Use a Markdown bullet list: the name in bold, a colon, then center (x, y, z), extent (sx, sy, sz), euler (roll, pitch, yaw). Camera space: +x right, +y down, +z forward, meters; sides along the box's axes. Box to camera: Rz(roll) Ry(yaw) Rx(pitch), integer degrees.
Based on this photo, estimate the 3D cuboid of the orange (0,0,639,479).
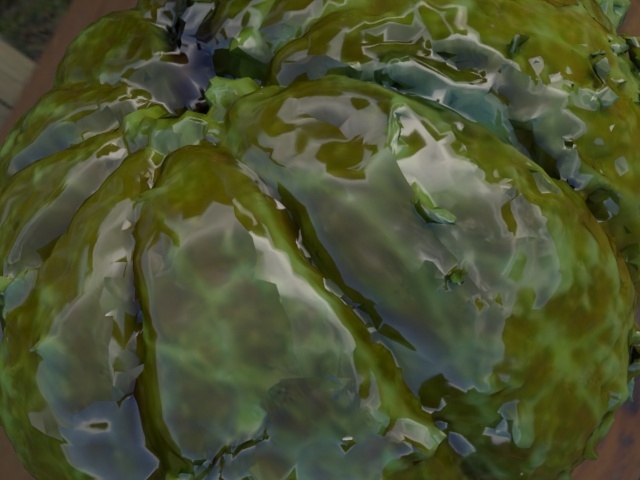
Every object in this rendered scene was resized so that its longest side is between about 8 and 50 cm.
- **orange**: center (0.000, 0.000, 0.711), extent (0.300, 0.223, 0.301), euler (4, 57, 32)
